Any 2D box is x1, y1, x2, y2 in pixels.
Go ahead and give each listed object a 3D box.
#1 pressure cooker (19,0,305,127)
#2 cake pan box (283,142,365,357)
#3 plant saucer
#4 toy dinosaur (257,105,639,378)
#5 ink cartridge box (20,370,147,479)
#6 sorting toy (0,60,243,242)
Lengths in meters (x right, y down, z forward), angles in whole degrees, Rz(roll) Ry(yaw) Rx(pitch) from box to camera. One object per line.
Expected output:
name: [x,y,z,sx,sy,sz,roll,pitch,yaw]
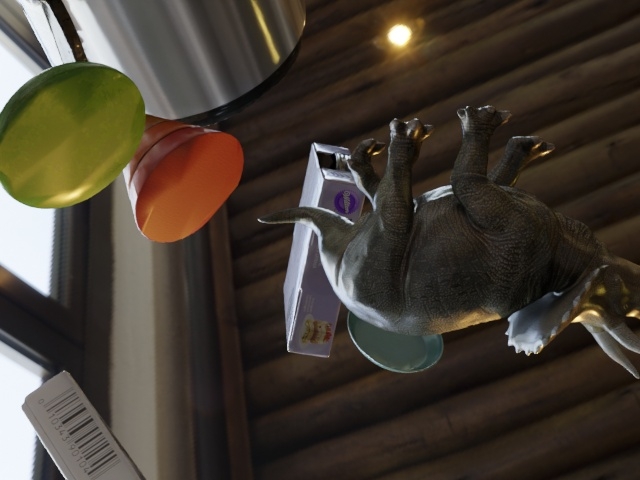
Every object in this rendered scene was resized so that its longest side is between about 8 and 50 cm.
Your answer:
pressure cooker: [-0.234,-0.409,1.203,0.369,0.420,0.375,4,-126,18]
cake pan box: [0.000,0.000,1.296,0.246,0.070,0.267,-109,-151,-72]
plant saucer: [0.085,0.114,1.038,0.119,0.119,0.021,-106,-151,-45]
toy dinosaur: [0.076,0.003,0.606,0.313,0.121,0.160,1,-100,22]
ink cartridge box: [-0.140,0.209,0.667,0.045,0.208,0.206,-34,-100,-19]
sorting toy: [-0.212,-0.105,0.720,0.126,0.365,0.127,43,-79,29]
